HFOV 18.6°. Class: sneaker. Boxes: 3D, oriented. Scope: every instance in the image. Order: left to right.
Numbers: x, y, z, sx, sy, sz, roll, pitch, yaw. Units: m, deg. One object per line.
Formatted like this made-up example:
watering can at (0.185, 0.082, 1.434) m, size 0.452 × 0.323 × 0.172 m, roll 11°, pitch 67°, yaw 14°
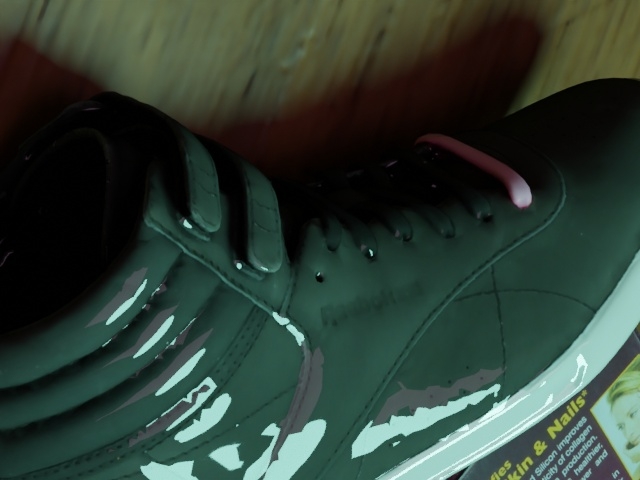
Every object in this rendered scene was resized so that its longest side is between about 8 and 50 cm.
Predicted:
sneaker at (0.000, 0.000, 0.605) m, size 0.296 × 0.104 × 0.147 m, roll -36°, pitch 128°, yaw -20°

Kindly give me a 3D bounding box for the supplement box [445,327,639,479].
supplement box at (0.086, 0.106, 0.721) m, size 0.104 × 0.081 × 0.188 m, roll -47°, pitch 127°, yaw -18°
